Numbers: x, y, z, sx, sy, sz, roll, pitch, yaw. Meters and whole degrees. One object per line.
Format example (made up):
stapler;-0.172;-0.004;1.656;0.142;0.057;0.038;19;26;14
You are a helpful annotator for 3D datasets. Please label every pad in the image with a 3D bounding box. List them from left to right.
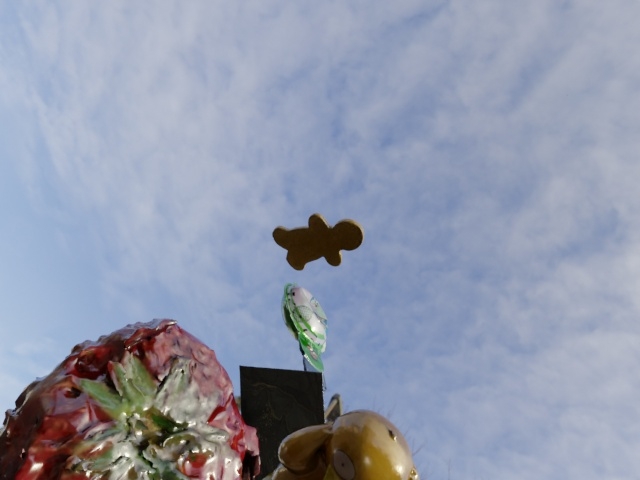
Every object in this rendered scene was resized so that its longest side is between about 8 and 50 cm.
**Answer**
pad;-0.077;0.436;0.802;0.248;0.007;0.367;-10;-100;41

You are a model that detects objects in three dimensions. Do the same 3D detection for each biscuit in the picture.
biscuit;0.000;-0.001;1.061;0.241;0.035;0.158;-12;-61;24

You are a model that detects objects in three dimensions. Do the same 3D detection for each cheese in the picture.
cheese;-0.032;0.226;1.044;0.083;0.320;0.203;-30;-55;9

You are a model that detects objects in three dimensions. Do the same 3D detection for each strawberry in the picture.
strawberry;-0.207;0.229;0.456;0.221;0.274;0.274;-30;-90;35

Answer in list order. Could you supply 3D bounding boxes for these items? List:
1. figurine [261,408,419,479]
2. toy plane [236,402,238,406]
figurine;0.022;0.359;0.615;0.215;0.215;0.228;50;-36;7
toy plane;-0.264;0.396;0.918;0.234;0.082;0.159;-7;-111;37
